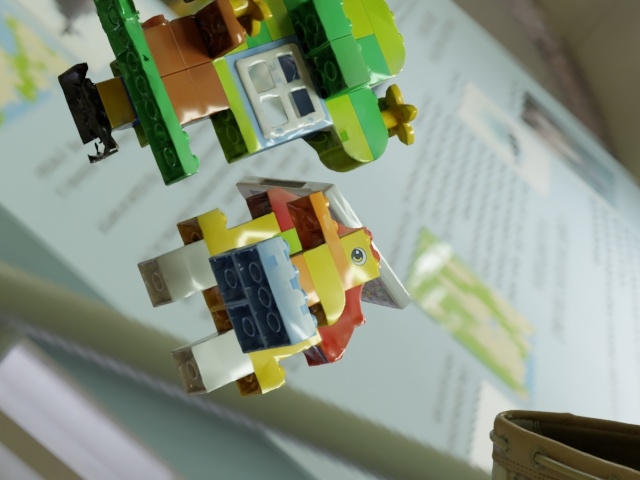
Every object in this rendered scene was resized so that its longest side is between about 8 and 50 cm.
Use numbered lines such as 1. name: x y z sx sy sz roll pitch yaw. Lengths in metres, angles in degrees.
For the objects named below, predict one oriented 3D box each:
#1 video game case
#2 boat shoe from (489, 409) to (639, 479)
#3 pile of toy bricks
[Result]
1. video game case: 0.000 0.000 1.033 0.011 0.087 0.122 -41 -159 -18
2. boat shoe: 0.193 0.122 0.810 0.285 0.089 0.104 -8 180 41
3. pile of toy bricks: -0.014 -0.064 0.546 0.105 0.212 0.118 -22 -177 -32
